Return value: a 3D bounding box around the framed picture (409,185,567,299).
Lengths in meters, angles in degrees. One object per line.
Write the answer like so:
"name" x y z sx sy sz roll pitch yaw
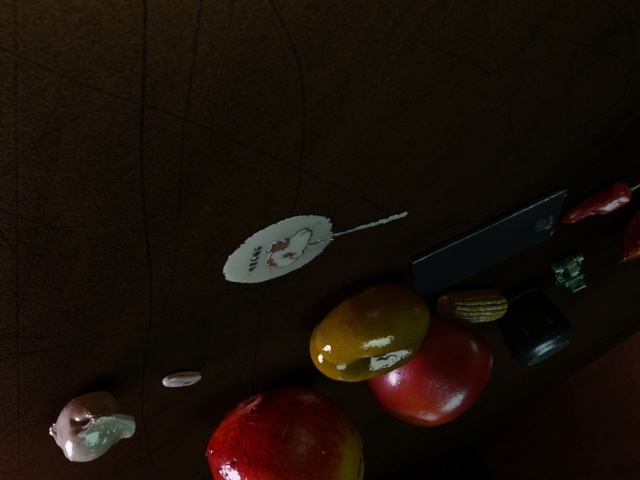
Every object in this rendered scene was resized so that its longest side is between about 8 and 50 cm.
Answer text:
"framed picture" 0.341 0.015 1.630 0.339 0.014 0.255 -25 157 -1

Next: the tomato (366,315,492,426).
"tomato" 0.236 0.299 1.774 0.299 0.226 0.298 11 159 4

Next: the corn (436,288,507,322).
"corn" 0.355 0.154 1.844 0.238 0.080 0.080 3 143 -43

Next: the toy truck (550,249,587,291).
"toy truck" 0.630 0.086 1.981 0.080 0.078 0.154 -30 155 5

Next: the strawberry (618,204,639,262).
"strawberry" 0.799 -0.038 1.882 0.175 0.097 0.228 -16 157 -20

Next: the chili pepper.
"chili pepper" 0.588 -0.079 1.640 0.191 0.050 0.059 -30 173 27

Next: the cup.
"cup" 0.560 0.215 2.050 0.223 0.176 0.169 -8 148 -42

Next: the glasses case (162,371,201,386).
"glasses case" -0.265 0.266 1.513 0.032 0.021 0.083 -39 153 29

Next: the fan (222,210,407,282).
"fan" 0.000 0.001 1.262 0.329 0.009 0.190 -15 153 -22

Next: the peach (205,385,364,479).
"peach" -0.084 0.500 1.808 0.370 0.370 0.370 -22 156 -11

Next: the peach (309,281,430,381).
"peach" 0.097 0.186 1.569 0.251 0.153 0.251 -29 155 -15

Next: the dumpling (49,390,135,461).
"dumpling" -0.401 0.330 1.405 0.199 0.118 0.136 -18 164 41
